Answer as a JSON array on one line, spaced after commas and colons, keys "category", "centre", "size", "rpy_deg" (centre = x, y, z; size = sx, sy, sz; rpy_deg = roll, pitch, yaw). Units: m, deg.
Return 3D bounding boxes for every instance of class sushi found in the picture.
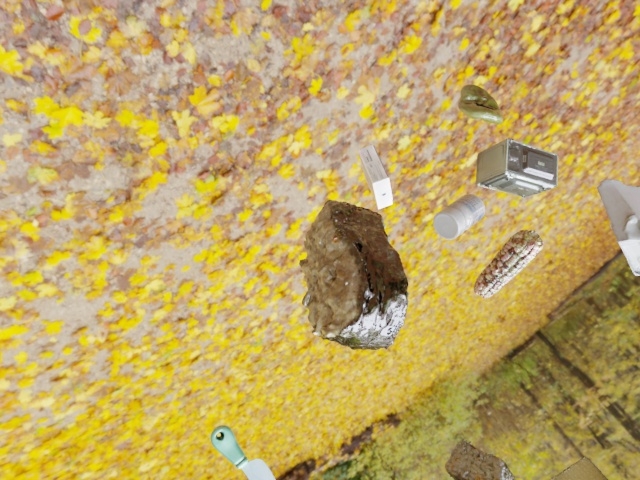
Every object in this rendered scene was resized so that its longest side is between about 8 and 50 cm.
[{"category": "sushi", "centre": [0.061, 0.066, 0.978], "size": [0.170, 0.350, 0.211], "rpy_deg": [8, 137, -18]}, {"category": "sushi", "centre": [0.500, 0.731, 1.429], "size": [0.136, 0.225, 0.126], "rpy_deg": [-49, 118, -17]}]

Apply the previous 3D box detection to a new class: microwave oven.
[{"category": "microwave oven", "centre": [0.628, -0.221, 1.477], "size": [0.204, 0.129, 0.163], "rpy_deg": [11, 169, -16]}]

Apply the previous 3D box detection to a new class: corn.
[{"category": "corn", "centre": [0.585, 0.078, 1.445], "size": [0.092, 0.092, 0.281], "rpy_deg": [-13, 143, -38]}]

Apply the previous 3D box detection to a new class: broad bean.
[{"category": "broad bean", "centre": [0.492, -0.407, 1.421], "size": [0.153, 0.207, 0.072], "rpy_deg": [7, 131, -9]}]

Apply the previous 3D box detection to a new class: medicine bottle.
[{"category": "medicine bottle", "centre": [0.466, -0.081, 1.542], "size": [0.168, 0.105, 0.105], "rpy_deg": [-30, 154, -33]}]

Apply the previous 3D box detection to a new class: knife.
[{"category": "knife", "centre": [-0.165, 0.547, 1.106], "size": [0.063, 0.260, 0.034], "rpy_deg": [-42, 175, -15]}]

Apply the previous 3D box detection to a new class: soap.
[{"category": "soap", "centre": [0.789, -0.051, 0.987], "size": [0.302, 0.159, 0.257], "rpy_deg": [-19, 143, 34]}]

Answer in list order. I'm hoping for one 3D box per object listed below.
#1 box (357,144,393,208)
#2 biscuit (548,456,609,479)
[{"category": "box", "centre": [0.158, -0.180, 1.313], "size": [0.051, 0.130, 0.129], "rpy_deg": [-19, 149, 3]}, {"category": "biscuit", "centre": [0.386, 0.446, 0.723], "size": [0.199, 0.121, 0.041], "rpy_deg": [-26, 129, -8]}]
